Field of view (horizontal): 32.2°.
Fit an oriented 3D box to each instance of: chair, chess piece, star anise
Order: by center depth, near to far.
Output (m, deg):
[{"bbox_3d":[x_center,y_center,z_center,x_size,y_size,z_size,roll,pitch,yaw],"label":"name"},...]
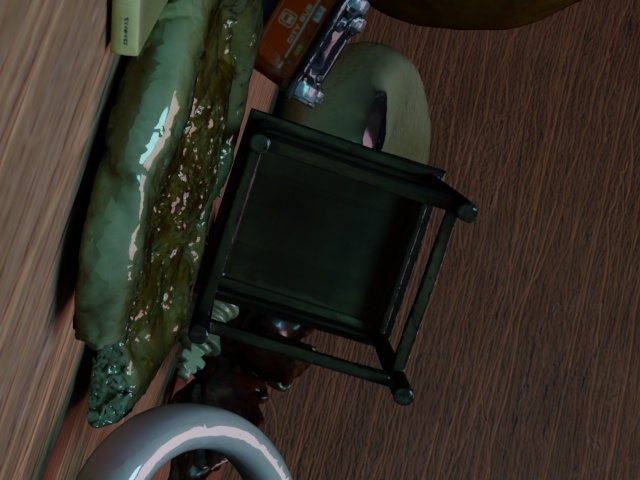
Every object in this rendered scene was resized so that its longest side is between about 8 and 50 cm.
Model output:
[{"bbox_3d":[0.000,0.000,0.750,0.260,0.154,0.141,-111,-141,-79],"label":"chair"},{"bbox_3d":[-0.085,0.050,0.920,0.059,0.059,0.149,104,7,-62],"label":"chess piece"},{"bbox_3d":[-0.066,0.113,0.987,0.288,0.088,0.288,-54,-170,14],"label":"star anise"}]

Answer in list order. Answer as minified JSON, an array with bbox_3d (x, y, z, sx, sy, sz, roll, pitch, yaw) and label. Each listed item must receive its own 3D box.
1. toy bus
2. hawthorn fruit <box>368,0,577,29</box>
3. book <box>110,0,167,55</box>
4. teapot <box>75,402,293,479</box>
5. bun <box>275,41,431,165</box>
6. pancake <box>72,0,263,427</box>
[{"bbox_3d":[-0.018,-0.137,0.726,0.079,0.077,0.174,-59,-178,5],"label":"toy bus"},{"bbox_3d":[0.081,-0.235,0.708,0.208,0.248,0.208,7,82,-57],"label":"hawthorn fruit"},{"bbox_3d":[-0.058,-0.133,0.413,0.111,0.014,0.077,105,1,-49],"label":"book"},{"bbox_3d":[-0.078,0.295,0.572,0.280,0.252,0.424,-2,96,-51],"label":"teapot"},{"bbox_3d":[0.016,-0.096,1.299,0.283,0.179,0.283,8,90,-70],"label":"bun"},{"bbox_3d":[-0.074,-0.032,0.561,0.253,0.037,0.254,16,90,-89],"label":"pancake"}]
